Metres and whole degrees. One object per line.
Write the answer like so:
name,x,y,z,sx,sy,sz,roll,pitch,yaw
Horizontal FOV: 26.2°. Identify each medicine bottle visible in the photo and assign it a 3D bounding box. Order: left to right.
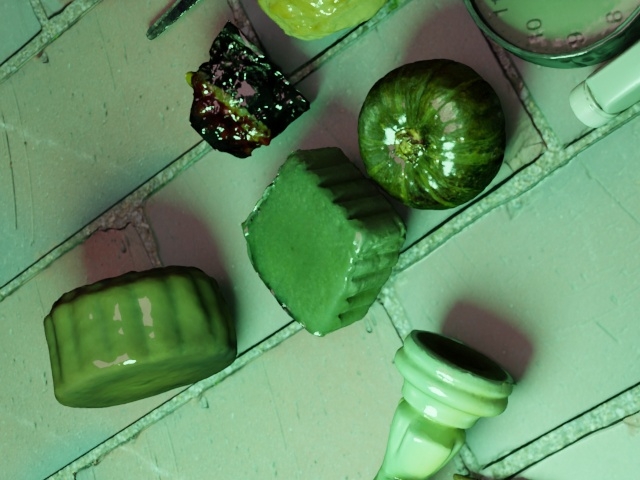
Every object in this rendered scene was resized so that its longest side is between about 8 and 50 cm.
medicine bottle,0.414,-0.220,1.813,0.183,0.119,0.069,-39,81,46

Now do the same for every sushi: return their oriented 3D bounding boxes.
sushi,-0.128,-0.212,2.094,0.150,0.153,0.172,-45,88,-1

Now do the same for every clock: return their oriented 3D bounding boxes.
clock,0.338,-0.398,1.898,0.319,0.066,0.319,-1,89,29

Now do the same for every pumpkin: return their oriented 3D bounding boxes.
pumpkin,0.158,-0.150,1.936,0.223,0.157,0.224,10,109,29

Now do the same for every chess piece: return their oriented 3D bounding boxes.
chess piece,0.137,0.287,1.923,0.175,0.176,0.298,31,104,26

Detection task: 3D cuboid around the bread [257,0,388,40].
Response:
bread,-0.002,-0.414,2.034,0.244,0.134,0.244,-1,88,20

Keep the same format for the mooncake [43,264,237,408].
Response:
mooncake,-0.273,0.142,2.088,0.290,0.290,0.161,-23,74,26

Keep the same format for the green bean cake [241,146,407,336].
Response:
green bean cake,0.000,0.000,2.011,0.222,0.125,0.227,48,127,25

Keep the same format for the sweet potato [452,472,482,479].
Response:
sweet potato,0.274,0.365,1.915,0.206,0.060,0.068,14,58,29

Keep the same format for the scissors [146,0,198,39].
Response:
scissors,-0.167,-0.425,2.194,0.317,0.024,0.160,-38,74,22
